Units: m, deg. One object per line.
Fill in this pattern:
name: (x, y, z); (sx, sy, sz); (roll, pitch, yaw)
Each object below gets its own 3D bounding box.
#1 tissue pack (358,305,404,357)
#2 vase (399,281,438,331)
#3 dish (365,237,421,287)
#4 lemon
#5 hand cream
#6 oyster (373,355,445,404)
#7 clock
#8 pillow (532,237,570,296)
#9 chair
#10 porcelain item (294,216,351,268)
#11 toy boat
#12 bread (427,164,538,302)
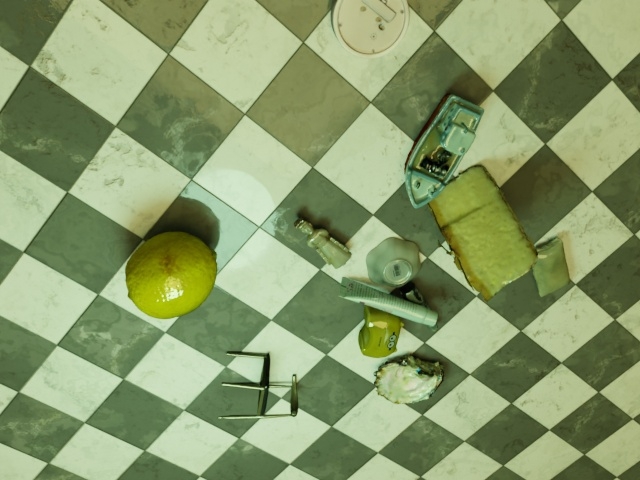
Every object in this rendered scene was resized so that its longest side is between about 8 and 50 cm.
tissue pack: (0.201, 0.301, 1.965); (0.127, 0.123, 0.178); (5, 119, -9)
vase: (0.338, 0.232, 1.980); (0.059, 0.060, 0.211); (-30, 117, 10)
dish: (0.240, 0.087, 1.885); (0.190, 0.066, 0.191); (-3, 119, -6)
lemon: (-0.434, 0.100, 1.708); (0.267, 0.267, 0.268); (-3, 119, -5)
hand cream: (0.220, 0.199, 1.899); (0.330, 0.085, 0.058); (21, 137, -6)
oyster: (0.321, 0.496, 2.113); (0.259, 0.092, 0.198); (-12, 120, 10)
clock: (0.125, -0.572, 1.506); (0.196, 0.068, 0.197); (-3, 119, -6)
pillow: (0.766, 0.092, 1.961); (0.119, 0.053, 0.208); (-23, 122, 8)
chair: (-0.198, 0.496, 1.993); (0.271, 0.188, 0.167); (7, 119, -7)
porcelain item: (0.000, 0.000, 1.813); (0.084, 0.054, 0.213); (-42, 116, 13)
toy boat: (0.341, -0.243, 1.678); (0.145, 0.133, 0.332); (19, 115, -18)
bread: (0.458, -0.035, 1.719); (0.248, 0.315, 0.279); (-32, 108, 9)
